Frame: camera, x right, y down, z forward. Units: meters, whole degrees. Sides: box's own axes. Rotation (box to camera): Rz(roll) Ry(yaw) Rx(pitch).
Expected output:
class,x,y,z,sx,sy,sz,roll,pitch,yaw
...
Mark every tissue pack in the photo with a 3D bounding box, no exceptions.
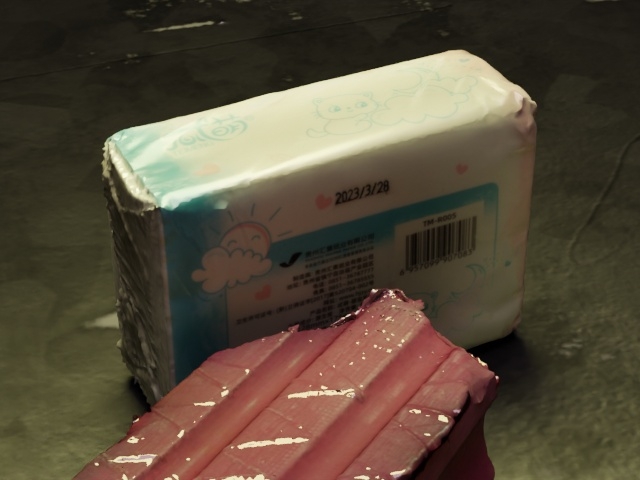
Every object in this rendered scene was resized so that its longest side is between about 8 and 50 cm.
class,x,y,z,sx,sy,sz,roll,pitch,yaw
tissue pack,0.000,-0.002,1.215,0.271,0.201,0.124,-15,40,-20

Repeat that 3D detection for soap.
class,x,y,z,sx,sy,sz,roll,pitch,yaw
soap,-0.005,0.133,1.073,0.182,0.112,0.289,14,35,25
